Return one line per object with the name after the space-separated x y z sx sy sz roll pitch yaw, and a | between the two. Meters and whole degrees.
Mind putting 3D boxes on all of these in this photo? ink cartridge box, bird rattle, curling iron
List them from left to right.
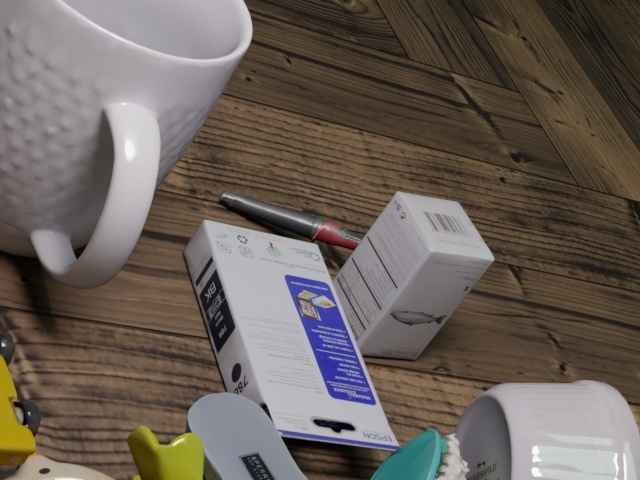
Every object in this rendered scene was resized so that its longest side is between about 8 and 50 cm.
-0.199 0.279 1.278 0.207 0.143 0.253 21 45 -1 | bird rattle
-0.037 0.120 1.664 0.165 0.065 0.332 14 35 -31 | ink cartridge box
0.000 0.000 1.878 0.274 0.068 0.035 23 34 -9 | curling iron

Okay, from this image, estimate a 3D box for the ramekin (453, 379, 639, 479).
0.212 0.269 1.516 0.127 0.272 0.272 11 36 -13 | ramekin

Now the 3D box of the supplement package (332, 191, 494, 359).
0.104 0.045 1.787 0.105 0.179 0.105 7 40 -38 | supplement package

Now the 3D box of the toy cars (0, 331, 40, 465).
-0.411 0.085 1.340 0.394 0.087 0.176 35 26 7 | toy cars

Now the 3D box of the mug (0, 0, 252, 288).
-0.251 -0.119 1.530 0.276 0.328 0.374 11 39 -34 | mug

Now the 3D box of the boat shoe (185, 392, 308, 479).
-0.058 0.275 1.374 0.113 0.104 0.306 -10 38 -26 | boat shoe

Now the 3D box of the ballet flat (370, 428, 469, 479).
0.068 0.346 1.411 0.147 0.147 0.409 35 35 0 | ballet flat
